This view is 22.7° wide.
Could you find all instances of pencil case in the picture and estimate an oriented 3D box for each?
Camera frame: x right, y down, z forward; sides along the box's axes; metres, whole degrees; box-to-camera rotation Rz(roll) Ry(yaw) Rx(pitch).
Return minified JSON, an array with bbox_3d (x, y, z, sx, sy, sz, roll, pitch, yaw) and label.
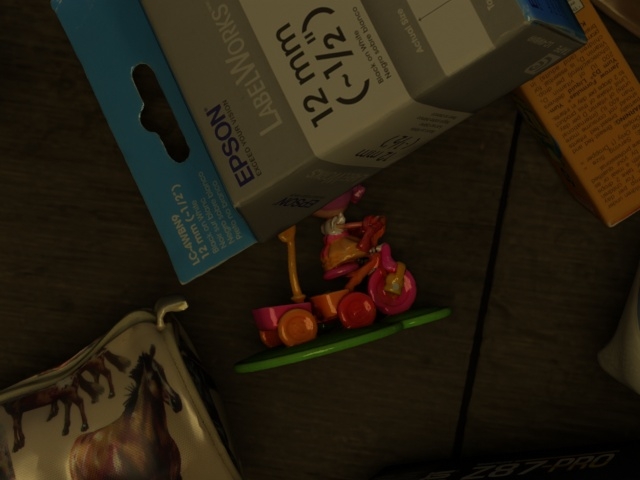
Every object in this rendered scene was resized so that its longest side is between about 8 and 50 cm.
[{"bbox_3d":[-0.247,0.190,1.182,0.410,0.160,0.183,-26,113,5],"label":"pencil case"}]

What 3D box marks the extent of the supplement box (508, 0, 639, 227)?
[{"bbox_3d":[0.169,-0.125,1.140,0.080,0.078,0.233,-37,110,2],"label":"supplement box"}]

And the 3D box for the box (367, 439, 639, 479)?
[{"bbox_3d":[0.209,0.344,1.134,0.318,0.097,0.394,-12,98,33],"label":"box"}]

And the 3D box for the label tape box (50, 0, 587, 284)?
[{"bbox_3d":[-0.035,-0.155,1.068,0.348,0.115,0.249,-30,76,23],"label":"label tape box"}]

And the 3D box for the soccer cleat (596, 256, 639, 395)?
[{"bbox_3d":[0.307,-0.026,1.171,0.116,0.143,0.331,38,74,-11],"label":"soccer cleat"}]

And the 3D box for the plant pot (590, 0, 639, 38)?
[{"bbox_3d":[0.290,-0.272,1.076,0.263,0.263,0.229,41,79,-6],"label":"plant pot"}]

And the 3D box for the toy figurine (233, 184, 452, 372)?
[{"bbox_3d":[0.000,0.000,1.183,0.173,0.130,0.159,-14,90,-19],"label":"toy figurine"}]
